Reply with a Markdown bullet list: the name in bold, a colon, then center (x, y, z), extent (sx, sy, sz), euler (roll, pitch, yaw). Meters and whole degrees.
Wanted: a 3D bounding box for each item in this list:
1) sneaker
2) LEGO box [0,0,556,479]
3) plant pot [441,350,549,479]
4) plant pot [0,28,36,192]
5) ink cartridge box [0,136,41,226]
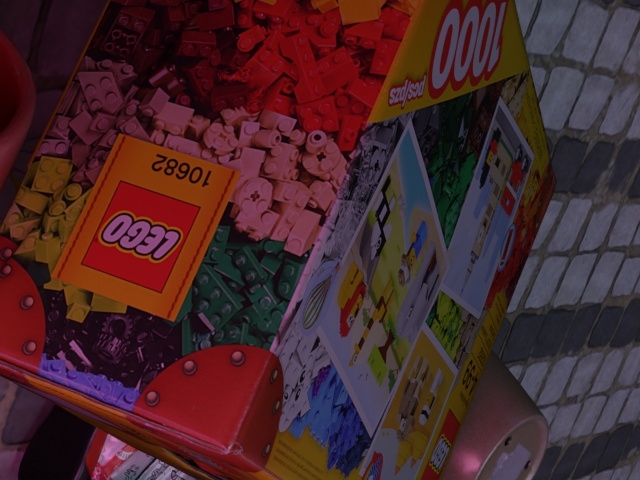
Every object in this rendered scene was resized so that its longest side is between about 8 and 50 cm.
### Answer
- **sneaker**: center (-0.147, 0.131, 1.228), extent (0.270, 0.090, 0.145), euler (-57, 148, 3)
- **LEGO box**: center (0.000, 0.000, 0.992), extent (0.372, 0.193, 0.500), euler (-67, 160, -12)
- **plant pot**: center (0.082, 0.162, 1.381), extent (0.256, 0.274, 0.256), euler (-33, 140, -34)
- **plant pot**: center (-0.315, -0.009, 0.761), extent (0.275, 0.275, 0.243), euler (-14, 135, -47)
- **ink cartridge box**: center (-0.219, -0.001, 0.982), extent (0.231, 0.134, 0.078), euler (-22, 130, -44)
